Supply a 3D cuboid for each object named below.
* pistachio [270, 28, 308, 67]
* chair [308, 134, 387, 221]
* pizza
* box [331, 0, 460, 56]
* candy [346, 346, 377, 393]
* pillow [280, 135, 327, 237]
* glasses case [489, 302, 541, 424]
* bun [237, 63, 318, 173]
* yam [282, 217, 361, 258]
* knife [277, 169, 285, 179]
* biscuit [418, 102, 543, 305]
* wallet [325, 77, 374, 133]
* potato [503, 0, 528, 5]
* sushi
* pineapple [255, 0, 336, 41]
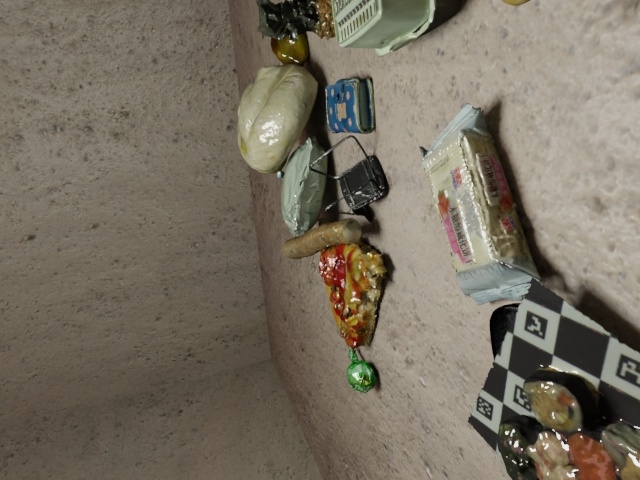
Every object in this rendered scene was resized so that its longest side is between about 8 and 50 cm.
[{"bbox_3d":[-0.100,-0.642,1.472,0.110,0.100,0.189,-46,50,41],"label":"pistachio"},{"bbox_3d":[0.100,-0.141,1.156,0.145,0.221,0.140,-30,64,26],"label":"chair"},{"bbox_3d":[0.077,0.095,1.325,0.406,0.130,0.440,126,131,-70],"label":"pizza"},{"bbox_3d":[0.116,-0.481,0.772,0.220,0.166,0.291,-159,60,-70],"label":"box"},{"bbox_3d":[0.104,0.372,1.507,0.323,0.097,0.097,-114,20,-60],"label":"candy"},{"bbox_3d":[-0.059,-0.164,1.488,0.283,0.138,0.310,136,141,-80],"label":"pillow"},{"bbox_3d":[0.330,0.230,0.702,0.103,0.067,0.267,164,95,-67],"label":"glasses case"},{"bbox_3d":[-0.153,-0.397,1.437,0.365,0.219,0.365,-157,90,-81],"label":"bun"},{"bbox_3d":[0.000,0.000,1.286,0.356,0.081,0.081,-16,85,59],"label":"yam"},{"bbox_3d":[-0.125,-0.217,1.541,0.210,0.015,0.028,-27,-61,-85],"label":"knife"},{"bbox_3d":[0.258,-0.049,0.746,0.186,0.079,0.309,137,122,-72],"label":"biscuit"},{"bbox_3d":[0.072,-0.349,1.179,0.202,0.059,0.141,-145,48,-66],"label":"wallet"},{"bbox_3d":[0.263,-0.368,0.531,0.170,0.080,0.107,114,154,-64],"label":"potato"},{"bbox_3d":[0.329,0.277,0.577,0.339,0.068,0.320,46,139,41],"label":"sushi"},{"bbox_3d":[-0.032,-0.540,1.076,0.128,0.248,0.128,166,90,-72],"label":"pineapple"}]
